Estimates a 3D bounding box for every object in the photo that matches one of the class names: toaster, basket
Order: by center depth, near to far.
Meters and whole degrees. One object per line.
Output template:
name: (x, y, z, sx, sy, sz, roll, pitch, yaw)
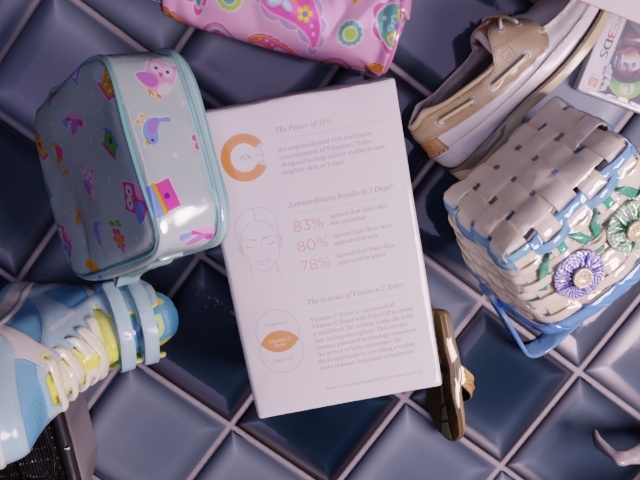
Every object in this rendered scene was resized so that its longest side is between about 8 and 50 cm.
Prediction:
basket: (0.290, 0.002, 0.905, 0.255, 0.201, 0.289, -44, 136, 5)
toaster: (-0.383, 0.237, 0.953, 0.168, 0.110, 0.186, -9, 107, -1)

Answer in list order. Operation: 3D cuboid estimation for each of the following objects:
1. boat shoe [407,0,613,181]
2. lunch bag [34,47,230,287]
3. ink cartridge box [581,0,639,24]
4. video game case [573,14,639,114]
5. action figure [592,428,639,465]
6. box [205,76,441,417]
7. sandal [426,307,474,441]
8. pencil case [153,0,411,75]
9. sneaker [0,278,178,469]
boat shoe: (0.224, -0.215, 0.896, 0.103, 0.113, 0.302, 35, 98, -13)
lunch bag: (-0.210, -0.067, 0.832, 0.107, 0.279, 0.224, -20, 93, -35)
ink cartridge box: (0.341, -0.374, 0.798, 0.296, 0.066, 0.261, 21, 121, -2)
video game case: (0.431, -0.237, 0.946, 0.190, 0.022, 0.173, 19, 100, -6)
action figure: (0.534, 0.368, 0.989, 0.330, 0.178, 0.342, -7, 99, 9)
box: (0.000, 0.000, 0.900, 0.214, 0.168, 0.346, -10, 101, 0)
sandal: (0.172, 0.174, 0.996, 0.049, 0.072, 0.180, -8, 97, -22)
pencil case: (-0.042, -0.278, 0.870, 0.284, 0.124, 0.124, 16, 100, -6)
sneaker: (-0.261, 0.122, 0.847, 0.208, 0.319, 0.127, -5, 114, -9)
